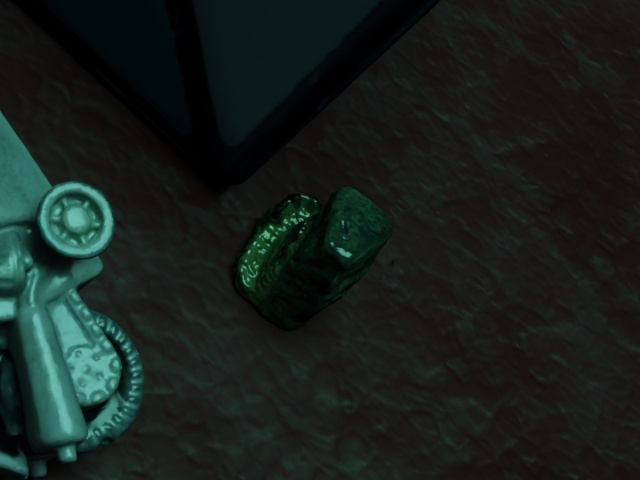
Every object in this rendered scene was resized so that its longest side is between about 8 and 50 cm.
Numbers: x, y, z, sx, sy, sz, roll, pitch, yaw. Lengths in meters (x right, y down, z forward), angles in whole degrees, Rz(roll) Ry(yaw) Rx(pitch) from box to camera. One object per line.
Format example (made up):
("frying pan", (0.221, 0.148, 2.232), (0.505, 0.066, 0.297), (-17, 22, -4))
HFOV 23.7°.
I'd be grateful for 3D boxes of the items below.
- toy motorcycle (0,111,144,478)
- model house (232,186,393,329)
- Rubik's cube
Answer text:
("toy motorcycle", (-0.201, 0.007, 0.726), (0.171, 0.110, 0.260), (-31, 90, -29))
("model house", (0.000, 0.000, 0.889), (0.066, 0.083, 0.078), (42, 46, -6))
("Rubik's cube", (-0.024, -0.264, 0.893), (0.305, 0.310, 0.307), (43, 44, -11))
